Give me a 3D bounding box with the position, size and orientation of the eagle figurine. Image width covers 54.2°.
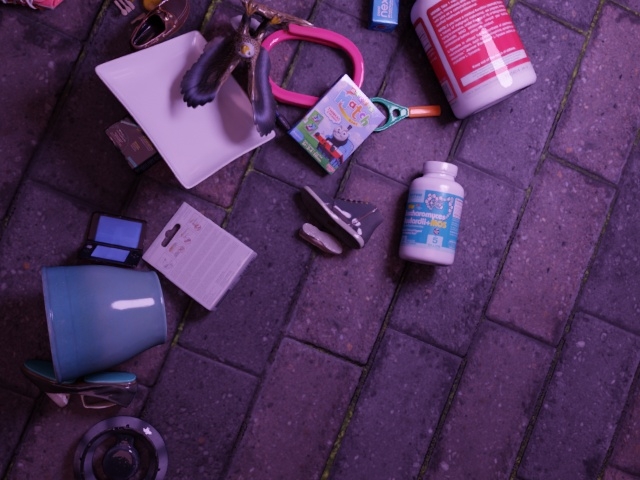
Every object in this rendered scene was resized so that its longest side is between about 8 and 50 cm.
[{"bbox_3d":[-0.189,-0.434,1.528,0.226,0.225,0.299,27,104,24],"label":"eagle figurine"}]

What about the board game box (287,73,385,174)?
[{"bbox_3d":[0.043,-0.303,1.643,0.160,0.039,0.211,43,90,-19],"label":"board game box"}]

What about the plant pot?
[{"bbox_3d":[-0.504,0.178,1.476,0.255,0.271,0.272,-8,89,-22],"label":"plant pot"}]

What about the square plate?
[{"bbox_3d":[-0.322,-0.327,1.541,0.344,0.049,0.347,53,47,-5],"label":"square plate"}]

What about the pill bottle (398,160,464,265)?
[{"bbox_3d":[0.296,-0.070,1.650,0.146,0.146,0.264,10,86,-8],"label":"pill bottle"}]

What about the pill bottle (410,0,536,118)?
[{"bbox_3d":[0.378,-0.547,1.635,0.228,0.229,0.408,-25,92,-8],"label":"pill bottle"}]

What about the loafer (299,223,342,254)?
[{"bbox_3d":[0.000,0.000,1.663,0.125,0.039,0.045,33,51,-9],"label":"loafer"}]

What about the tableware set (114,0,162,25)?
[{"bbox_3d":[-0.448,-0.587,1.620,0.104,0.024,0.154,-43,93,-11],"label":"tableware set"}]

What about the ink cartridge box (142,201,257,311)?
[{"bbox_3d":[-0.310,0.042,1.616,0.232,0.066,0.189,35,84,15],"label":"ink cartridge box"}]

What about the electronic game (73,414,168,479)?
[{"bbox_3d":[-0.497,0.553,1.562,0.229,0.048,0.230,0,88,-9],"label":"electronic game"}]

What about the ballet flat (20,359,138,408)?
[{"bbox_3d":[-0.594,0.364,1.535,0.280,0.095,0.096,11,99,-8],"label":"ballet flat"}]

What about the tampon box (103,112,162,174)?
[{"bbox_3d":[-0.435,-0.262,1.570,0.161,0.101,0.120,-37,94,-9],"label":"tampon box"}]

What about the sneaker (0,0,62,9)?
[{"bbox_3d":[-0.719,-0.623,1.534,0.313,0.116,0.136,-25,93,-9],"label":"sneaker"}]

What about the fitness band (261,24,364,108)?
[{"bbox_3d":[-0.029,-0.457,1.665,0.290,0.054,0.209,10,89,-7],"label":"fitness band"}]

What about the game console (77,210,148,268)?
[{"bbox_3d":[-0.516,-0.001,1.562,0.143,0.124,0.085,11,113,-8],"label":"game console"}]

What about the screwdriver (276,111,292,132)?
[{"bbox_3d":[-0.134,-0.354,1.662,0.025,0.024,0.170,-43,88,21],"label":"screwdriver"}]

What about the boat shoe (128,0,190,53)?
[{"bbox_3d":[-0.402,-0.547,1.577,0.073,0.073,0.207,36,79,-5],"label":"boat shoe"}]

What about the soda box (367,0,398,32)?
[{"bbox_3d":[0.174,-0.679,1.691,0.071,0.067,0.210,5,88,-8],"label":"soda box"}]

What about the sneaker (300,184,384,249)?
[{"bbox_3d":[0.056,-0.087,1.660,0.222,0.083,0.118,43,64,2],"label":"sneaker"}]

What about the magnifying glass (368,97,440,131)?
[{"bbox_3d":[0.215,-0.348,1.710,0.230,0.026,0.092,-6,89,-7],"label":"magnifying glass"}]
